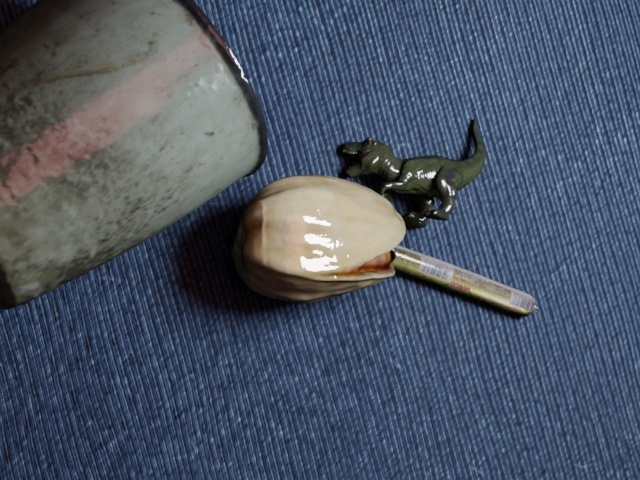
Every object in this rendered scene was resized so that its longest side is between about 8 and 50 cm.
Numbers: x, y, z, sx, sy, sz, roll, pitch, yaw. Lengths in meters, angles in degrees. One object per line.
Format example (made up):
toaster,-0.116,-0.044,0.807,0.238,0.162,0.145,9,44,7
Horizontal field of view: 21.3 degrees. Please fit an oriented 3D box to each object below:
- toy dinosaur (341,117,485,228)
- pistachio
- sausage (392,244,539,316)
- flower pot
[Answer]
toy dinosaur,0.130,-0.112,2.124,0.187,0.087,0.179,24,71,-24
pistachio,0.000,0.000,1.995,0.230,0.157,0.157,-1,81,-37
sausage,0.166,0.047,2.143,0.269,0.033,0.032,20,72,-24
flower pot,-0.272,-0.104,1.809,0.330,0.293,0.293,-38,99,-21
